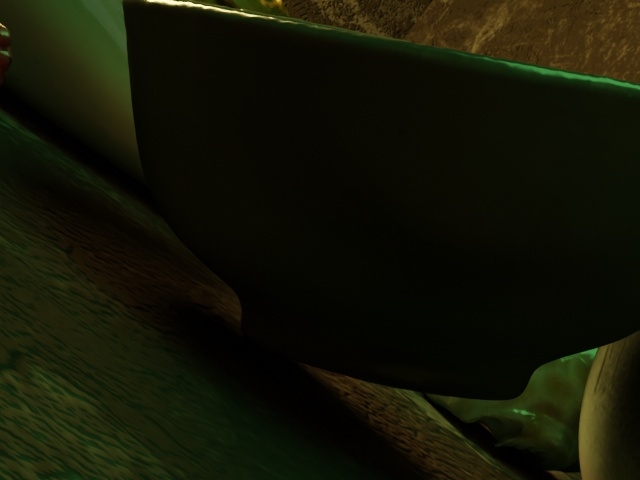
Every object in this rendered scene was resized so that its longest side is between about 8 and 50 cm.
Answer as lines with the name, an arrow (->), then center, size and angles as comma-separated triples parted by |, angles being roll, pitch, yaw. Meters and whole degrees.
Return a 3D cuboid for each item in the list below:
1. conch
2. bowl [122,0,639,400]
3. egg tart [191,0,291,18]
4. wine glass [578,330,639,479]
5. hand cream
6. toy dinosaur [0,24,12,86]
conch -> 0.134, 0.080, 1.068 | 0.173, 0.106, 0.116 | 11, 4, -46
bowl -> 0.044, -0.015, 0.814 | 0.289, 0.146, 0.289 | 11, 7, -1
egg tart -> -0.172, -0.213, 1.443 | 0.319, 0.128, 0.319 | 36, 8, -5
wine glass -> 0.232, 0.099, 0.846 | 0.238, 0.238, 0.323 | 37, 8, -5
hand cream -> -0.164, -0.131, 0.967 | 0.358, 0.118, 0.185 | 47, -4, -31
toy dinosaur -> -0.201, -0.073, 0.506 | 0.139, 0.070, 0.286 | -1, 31, -45
